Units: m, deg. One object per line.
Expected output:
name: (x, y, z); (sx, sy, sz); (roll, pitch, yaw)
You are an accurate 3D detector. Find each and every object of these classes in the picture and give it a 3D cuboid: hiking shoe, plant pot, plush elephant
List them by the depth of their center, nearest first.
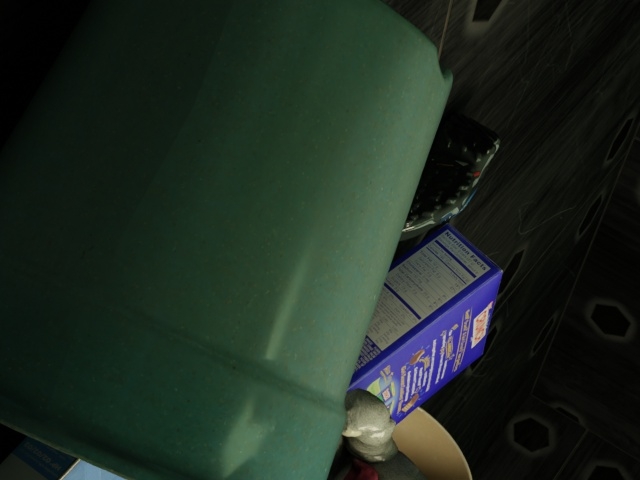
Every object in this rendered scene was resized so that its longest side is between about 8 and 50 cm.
plant pot: (-0.085, -0.017, 0.875); (0.334, 0.341, 0.341); (-65, 162, -5)
plush elephant: (0.021, 0.373, 1.592); (0.255, 0.272, 0.330); (-41, 180, -17)
hiking shoe: (0.152, -0.055, 1.701); (0.304, 0.113, 0.132); (-37, 152, -47)
plant pot: (0.076, 0.442, 2.120); (0.274, 0.256, 0.256); (-52, 167, 31)

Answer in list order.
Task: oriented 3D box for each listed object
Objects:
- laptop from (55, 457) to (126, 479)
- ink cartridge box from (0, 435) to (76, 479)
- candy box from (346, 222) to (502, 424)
laptop: (-0.222, 0.427, 1.146); (0.382, 0.408, 0.236); (-47, -161, -30)
ink cartridge box: (-0.294, 0.272, 1.149); (0.181, 0.061, 0.104); (-49, 160, -29)
candy box: (0.096, 0.158, 1.777); (0.317, 0.122, 0.268); (-35, 154, -19)
